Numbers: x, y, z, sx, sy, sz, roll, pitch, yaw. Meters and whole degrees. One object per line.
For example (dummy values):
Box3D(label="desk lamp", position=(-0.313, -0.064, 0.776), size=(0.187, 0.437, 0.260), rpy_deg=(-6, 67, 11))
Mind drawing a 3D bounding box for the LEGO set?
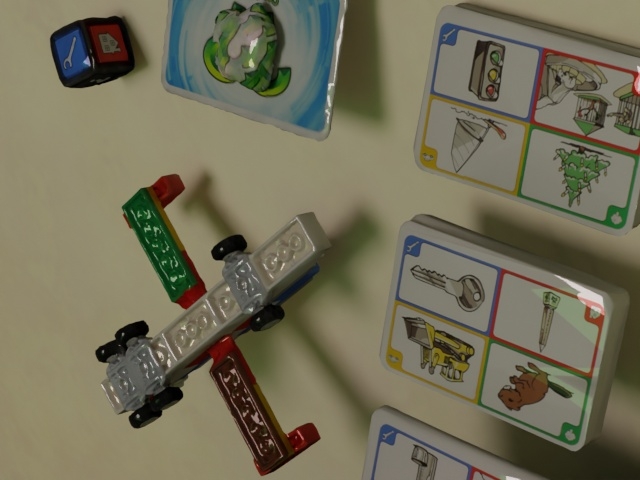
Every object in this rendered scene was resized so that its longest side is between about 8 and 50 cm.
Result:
Box3D(label="LEGO set", position=(0.000, 0.000, 0.527), size=(0.244, 0.060, 0.182), rpy_deg=(20, 111, 35))
